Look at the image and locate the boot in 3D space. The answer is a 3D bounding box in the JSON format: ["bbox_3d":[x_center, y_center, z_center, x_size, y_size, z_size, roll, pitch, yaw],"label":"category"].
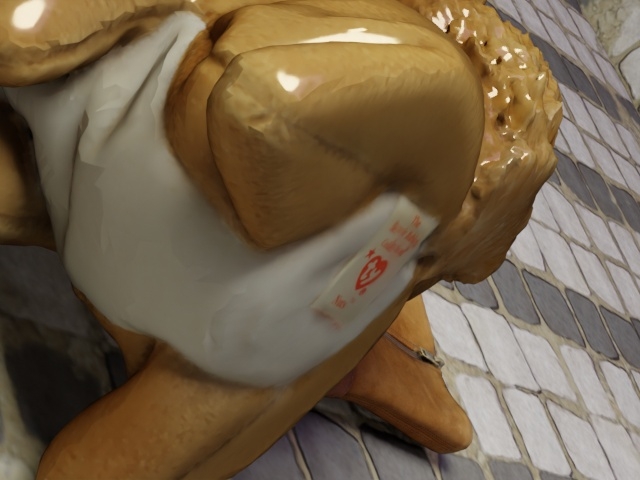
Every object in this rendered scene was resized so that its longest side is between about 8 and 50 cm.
[{"bbox_3d":[0.000,0.000,1.060,0.280,0.096,0.264,23,38,-52],"label":"boot"}]

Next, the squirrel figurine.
[{"bbox_3d":[-0.077,-0.108,0.840,0.397,0.281,0.370,-23,57,-42],"label":"squirrel figurine"}]
